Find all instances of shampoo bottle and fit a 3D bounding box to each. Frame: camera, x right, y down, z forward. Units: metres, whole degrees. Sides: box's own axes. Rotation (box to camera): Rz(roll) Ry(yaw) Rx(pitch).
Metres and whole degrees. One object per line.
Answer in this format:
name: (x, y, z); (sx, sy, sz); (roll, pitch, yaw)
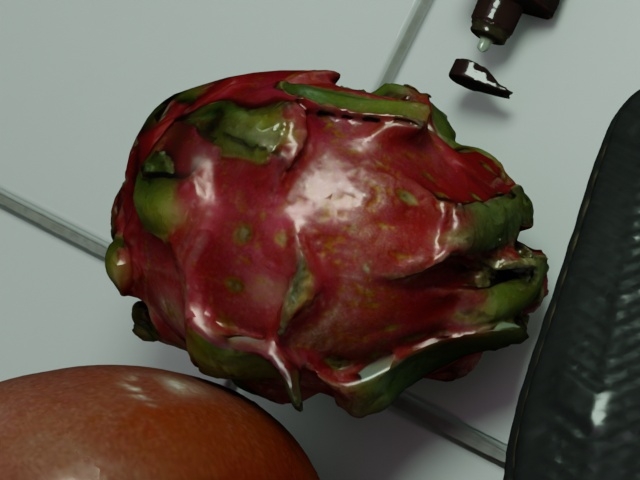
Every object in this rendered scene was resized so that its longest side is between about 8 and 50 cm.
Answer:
shampoo bottle: (0.154, -0.219, 1.240); (0.068, 0.067, 0.236); (20, 84, 44)

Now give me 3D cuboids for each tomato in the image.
tomato: (-0.165, 0.226, 1.120); (0.341, 0.341, 0.273); (-52, 46, 6)

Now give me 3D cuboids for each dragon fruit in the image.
dragon fruit: (0.003, -0.002, 1.161); (0.303, 0.237, 0.231); (1, 92, 12)

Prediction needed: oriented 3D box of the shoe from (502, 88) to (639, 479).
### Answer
shoe: (0.228, 0.108, 0.975); (0.171, 0.237, 0.384); (-3, 58, 29)
